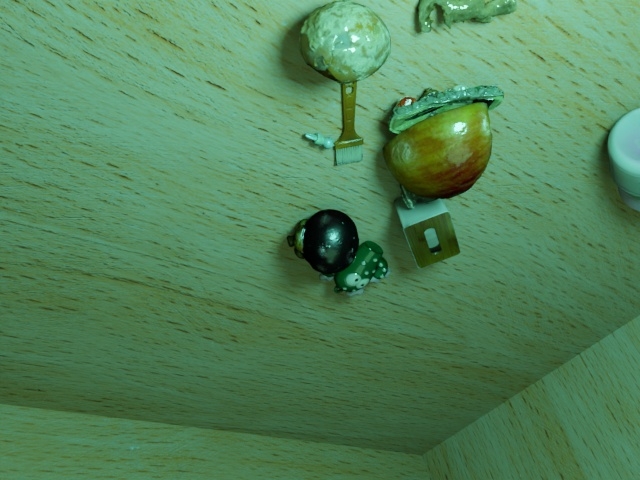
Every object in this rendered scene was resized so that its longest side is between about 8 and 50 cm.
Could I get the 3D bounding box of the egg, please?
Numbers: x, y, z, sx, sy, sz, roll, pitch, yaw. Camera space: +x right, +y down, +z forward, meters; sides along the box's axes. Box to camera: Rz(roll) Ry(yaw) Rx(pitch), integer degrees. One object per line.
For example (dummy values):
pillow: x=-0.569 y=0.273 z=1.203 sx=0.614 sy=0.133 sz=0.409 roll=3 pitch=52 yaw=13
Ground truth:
egg: x=0.062 y=-0.471 z=1.438 sx=0.233 sy=0.194 sz=0.195 roll=0 pitch=139 yaw=-36

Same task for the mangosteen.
mangosteen: x=0.000 y=0.000 z=1.962 sx=0.250 sy=0.211 sz=0.211 roll=7 pitch=145 yaw=24

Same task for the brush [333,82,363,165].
brush: x=0.081 y=-0.342 z=1.722 sx=0.090 sy=0.017 sz=0.314 roll=-12 pitch=139 yaw=-8

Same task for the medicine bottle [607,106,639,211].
medicine bottle: x=1.067 y=-0.251 z=1.935 sx=0.256 sy=0.256 sz=0.325 roll=-28 pitch=145 yaw=15

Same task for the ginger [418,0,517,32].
ginger: x=0.371 y=-0.596 z=1.487 sx=0.259 sy=0.065 sz=0.149 roll=-7 pitch=136 yaw=-6

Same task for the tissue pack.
tissue pack: x=0.362 y=-0.045 z=2.046 sx=0.160 sy=0.135 sz=0.246 roll=-21 pitch=138 yaw=8

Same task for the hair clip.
hair clip: x=0.341 y=-0.388 z=1.686 sx=0.322 sy=0.091 sz=0.138 roll=-13 pitch=166 yaw=-5

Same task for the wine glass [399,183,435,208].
wine glass: x=0.355 y=-0.184 z=1.904 sx=0.204 sy=0.111 sz=0.111 roll=-27 pitch=138 yaw=17

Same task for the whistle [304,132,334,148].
whistle: x=-0.001 y=-0.290 z=1.739 sx=0.100 sy=0.035 sz=0.035 roll=15 pitch=131 yaw=-29

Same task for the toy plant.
toy plant: x=0.128 y=0.109 z=2.166 sx=0.243 sy=0.112 sz=0.232 roll=-32 pitch=132 yaw=10

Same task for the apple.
apple: x=0.333 y=-0.251 z=1.721 sx=0.254 sy=0.179 sz=0.346 roll=36 pitch=142 yaw=-23
